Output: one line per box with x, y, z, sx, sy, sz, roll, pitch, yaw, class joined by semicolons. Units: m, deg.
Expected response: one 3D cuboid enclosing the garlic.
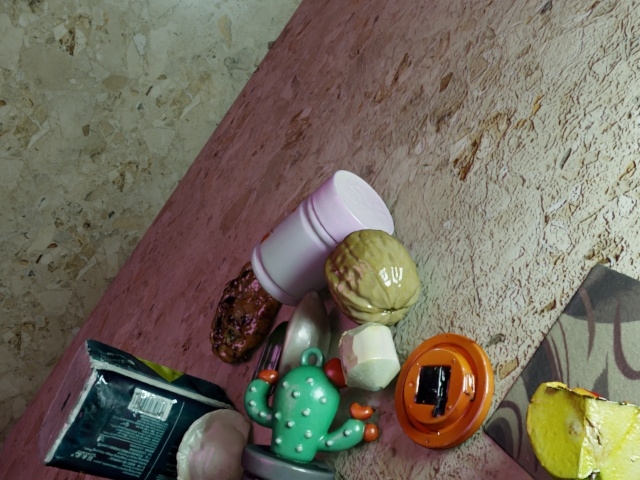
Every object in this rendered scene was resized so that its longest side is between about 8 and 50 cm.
-0.049;0.272;1.281;0.143;0.112;0.318;73;-140;-84;garlic

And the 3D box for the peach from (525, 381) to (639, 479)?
0.338;0.254;0.722;0.151;0.118;0.151;-4;67;11;peach

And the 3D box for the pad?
0.391;0.205;0.805;0.330;0.004;0.220;-58;31;3;pad

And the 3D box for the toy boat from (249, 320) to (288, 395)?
-0.124;0.302;1.427;0.104;0.052;0.210;-12;53;54;toy boat

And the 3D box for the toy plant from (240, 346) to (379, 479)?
-0.062;0.407;1.099;0.279;0.185;0.400;5;75;48;toy plant

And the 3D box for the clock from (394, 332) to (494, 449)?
0.210;0.259;0.978;0.205;0.051;0.205;-37;36;33;clock

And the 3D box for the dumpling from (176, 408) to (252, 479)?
-0.259;0.518;1.329;0.215;0.166;0.126;-65;11;-4;dumpling

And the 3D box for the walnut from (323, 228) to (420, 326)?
0.104;0.075;1.156;0.213;0.213;0.213;-36;38;34;walnut

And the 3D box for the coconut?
0.093;0.230;1.066;0.116;0.116;0.122;-40;41;29;coconut

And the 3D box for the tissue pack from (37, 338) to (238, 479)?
-0.449;0.458;1.420;0.253;0.417;0.264;16;79;61;tissue pack

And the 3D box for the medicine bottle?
0.000;0.000;1.358;0.316;0.202;0.202;-39;36;29;medicine bottle

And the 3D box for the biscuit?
-0.226;0.195;1.644;0.289;0.081;0.334;-8;56;52;biscuit
